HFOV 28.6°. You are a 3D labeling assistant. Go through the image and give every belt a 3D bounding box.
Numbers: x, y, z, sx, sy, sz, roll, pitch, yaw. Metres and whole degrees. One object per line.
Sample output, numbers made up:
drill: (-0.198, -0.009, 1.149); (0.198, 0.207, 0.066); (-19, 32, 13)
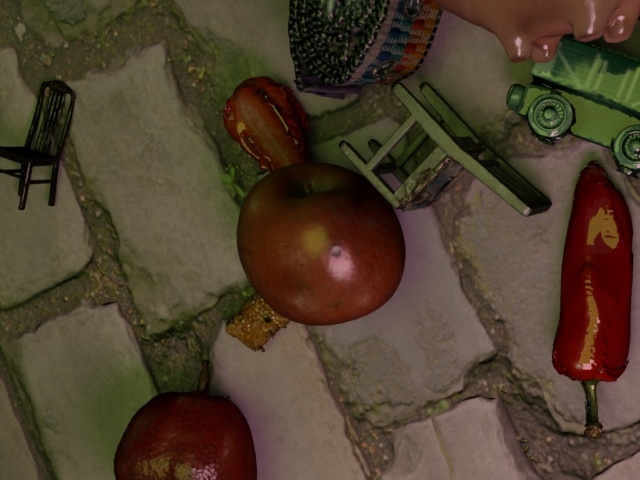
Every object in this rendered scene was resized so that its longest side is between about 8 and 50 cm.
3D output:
belt: (0.075, -0.350, 1.824); (0.207, 0.160, 0.295); (11, 97, 41)

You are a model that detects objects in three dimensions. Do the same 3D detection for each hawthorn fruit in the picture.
hawthorn fruit: (-0.204, 0.320, 1.983); (0.230, 0.210, 0.266); (7, 83, 28)

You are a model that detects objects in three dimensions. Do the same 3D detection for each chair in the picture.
chair: (-0.486, -0.166, 2.117); (0.084, 0.101, 0.212); (18, 102, 21)
chair: (0.178, -0.091, 1.815); (0.270, 0.136, 0.147); (47, 111, 12)

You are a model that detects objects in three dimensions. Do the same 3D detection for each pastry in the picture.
pastry: (-0.085, 0.114, 1.989); (0.080, 0.056, 0.140); (41, 107, 3)

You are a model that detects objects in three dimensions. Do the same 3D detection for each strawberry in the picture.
strawberry: (-0.071, -0.168, 1.956); (0.121, 0.082, 0.188); (-31, 91, 42)

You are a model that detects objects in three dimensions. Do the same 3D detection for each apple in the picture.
apple: (0.000, 0.000, 1.832); (0.254, 0.253, 0.253); (2, 95, 23)

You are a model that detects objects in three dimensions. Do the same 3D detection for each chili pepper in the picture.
chili pepper: (0.383, 0.081, 1.759); (0.110, 0.110, 0.387); (3, 89, 23)

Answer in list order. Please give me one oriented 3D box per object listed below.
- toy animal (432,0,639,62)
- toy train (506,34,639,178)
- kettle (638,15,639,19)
toy animal: (0.270, -0.367, 1.637); (0.326, 0.237, 0.269); (-5, 87, 39)
toy train: (0.390, -0.184, 1.718); (0.269, 0.115, 0.154); (24, 97, 20)
kettle: (0.469, -0.414, 1.632); (0.251, 0.207, 0.271); (-16, 95, 17)
